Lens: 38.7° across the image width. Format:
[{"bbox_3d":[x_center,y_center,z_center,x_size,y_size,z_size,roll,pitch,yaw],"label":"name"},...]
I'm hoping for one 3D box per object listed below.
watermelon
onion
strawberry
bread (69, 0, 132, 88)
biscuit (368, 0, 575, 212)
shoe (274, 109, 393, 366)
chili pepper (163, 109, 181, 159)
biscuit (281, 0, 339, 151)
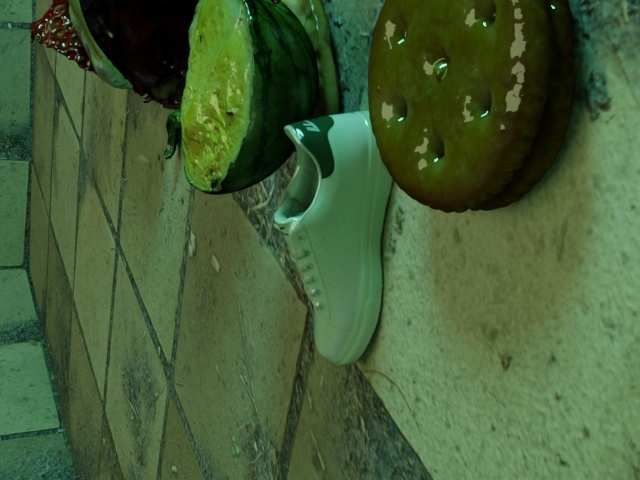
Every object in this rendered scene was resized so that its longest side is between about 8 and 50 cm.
[{"bbox_3d":[-0.067,-0.159,0.929,0.204,0.127,0.232,53,133,51],"label":"watermelon"},{"bbox_3d":[-0.182,-0.327,1.150,0.281,0.221,0.281,-2,87,50],"label":"onion"},{"bbox_3d":[-0.457,-0.428,1.857,0.178,0.234,0.234,-55,32,6],"label":"strawberry"},{"bbox_3d":[-0.354,-0.416,1.595,0.338,0.155,0.187,-127,31,-50],"label":"bread"},{"bbox_3d":[0.110,-0.128,0.690,0.220,0.066,0.220,9,100,62],"label":"biscuit"},{"bbox_3d":[0.000,0.000,0.896,0.095,0.110,0.265,-144,58,-59],"label":"shoe"},{"bbox_3d":[-0.243,-0.187,1.515,0.118,0.035,0.055,130,149,-51],"label":"chili pepper"},{"bbox_3d":[-0.033,-0.201,1.038,0.260,0.041,0.203,64,143,39],"label":"biscuit"}]
